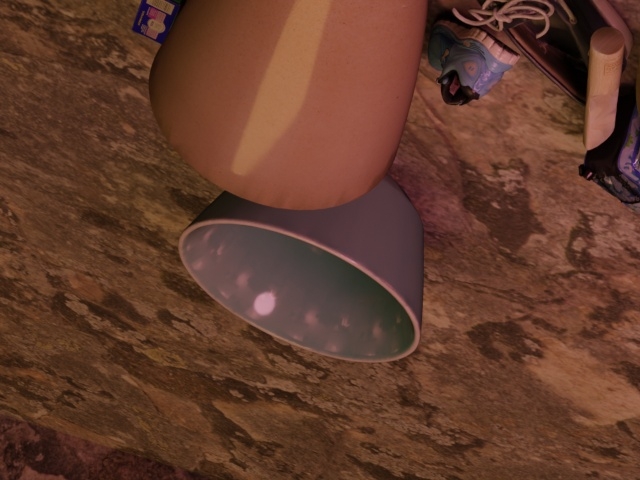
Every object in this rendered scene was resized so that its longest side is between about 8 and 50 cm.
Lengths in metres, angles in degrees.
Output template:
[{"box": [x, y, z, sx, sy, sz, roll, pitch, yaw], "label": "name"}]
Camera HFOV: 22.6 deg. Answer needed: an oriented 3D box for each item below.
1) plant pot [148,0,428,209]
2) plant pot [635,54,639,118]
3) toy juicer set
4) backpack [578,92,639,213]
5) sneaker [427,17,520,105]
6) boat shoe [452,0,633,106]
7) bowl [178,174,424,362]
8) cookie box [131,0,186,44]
[{"box": [-0.006, -0.211, 1.476, 0.256, 0.256, 0.274, 25, 140, -1], "label": "plant pot"}, {"box": [0.431, -0.104, 1.163, 0.293, 0.275, 0.275, 31, 155, -25], "label": "plant pot"}, {"box": [0.350, -0.125, 1.366, 0.329, 0.089, 0.209, -6, 153, 27], "label": "toy juicer set"}, {"box": [0.325, -0.081, 1.563, 0.084, 0.105, 0.114, -4, 148, 47], "label": "backpack"}, {"box": [0.131, -0.169, 1.557, 0.063, 0.073, 0.162, 33, -179, -15], "label": "sneaker"}, {"box": [0.185, -0.216, 1.449, 0.095, 0.079, 0.254, -6, 142, 46], "label": "boat shoe"}, {"box": [0.000, 0.000, 1.936, 0.311, 0.163, 0.311, 19, 155, 9], "label": "bowl"}, {"box": [-0.145, -0.265, 1.611, 0.040, 0.107, 0.092, 26, 156, -6], "label": "cookie box"}]
